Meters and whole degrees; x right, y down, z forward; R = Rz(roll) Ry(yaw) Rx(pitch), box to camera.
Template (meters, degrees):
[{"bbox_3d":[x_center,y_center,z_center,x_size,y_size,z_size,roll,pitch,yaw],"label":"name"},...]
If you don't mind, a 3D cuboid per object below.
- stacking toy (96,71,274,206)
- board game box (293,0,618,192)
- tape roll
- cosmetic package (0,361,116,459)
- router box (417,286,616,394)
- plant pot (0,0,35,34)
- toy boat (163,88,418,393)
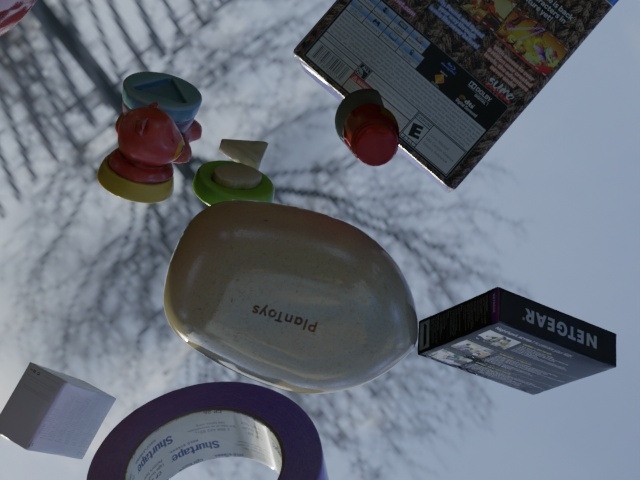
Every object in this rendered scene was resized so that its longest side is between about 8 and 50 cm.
[{"bbox_3d":[-0.197,-0.171,2.381,0.309,0.279,0.130,-94,-162,-60],"label":"stacking toy"},{"bbox_3d":[0.152,-0.236,1.667,0.291,0.232,0.141,-49,178,2],"label":"board game box"},{"bbox_3d":[-0.127,0.290,1.727,0.275,0.090,0.275,-6,-140,6],"label":"tape roll"},{"bbox_3d":[-0.343,0.224,1.947,0.099,0.060,0.239,-63,168,-7],"label":"cosmetic package"},{"bbox_3d":[0.217,0.114,1.649,0.133,0.179,0.046,-27,-130,48],"label":"router box"},{"bbox_3d":[-0.350,-0.247,1.189,0.275,0.275,0.243,-29,-178,18],"label":"plant pot"},{"bbox_3d":[0.000,0.000,1.536,0.148,0.267,0.318,-102,-144,-73],"label":"toy boat"}]
